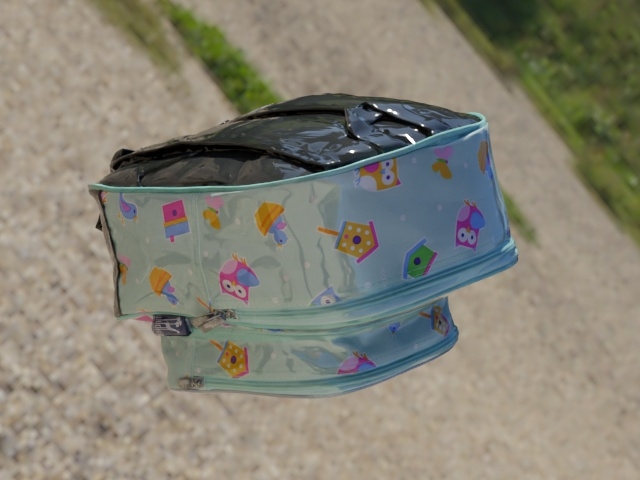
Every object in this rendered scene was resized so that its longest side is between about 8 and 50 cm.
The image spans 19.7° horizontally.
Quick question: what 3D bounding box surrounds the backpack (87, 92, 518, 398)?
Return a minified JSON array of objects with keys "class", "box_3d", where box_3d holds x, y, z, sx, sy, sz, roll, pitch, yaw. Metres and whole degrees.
[{"class":"backpack","box_3d":[0.000,0.000,0.902,0.166,0.188,0.144,-17,94,-42]}]
